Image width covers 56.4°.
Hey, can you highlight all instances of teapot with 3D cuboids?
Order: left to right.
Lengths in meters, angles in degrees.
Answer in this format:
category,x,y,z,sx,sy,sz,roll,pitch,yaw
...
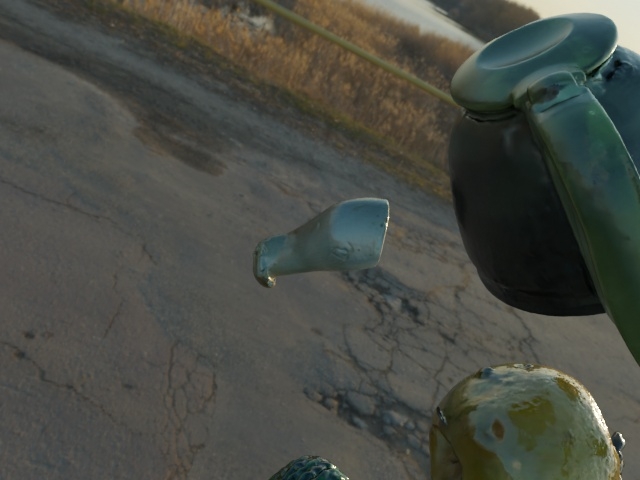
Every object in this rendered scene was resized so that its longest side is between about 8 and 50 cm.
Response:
category,x,y,z,sx,sy,sz,roll,pitch,yaw
teapot,0.207,-0.056,0.541,0.239,0.240,0.321,56,49,-28

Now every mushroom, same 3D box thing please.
category,x,y,z,sx,sy,sz,roll,pitch,yaw
mushroom,0.000,0.000,0.863,0.116,0.225,0.093,-75,149,-44

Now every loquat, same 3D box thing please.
category,x,y,z,sx,sy,sz,roll,pitch,yaw
loquat,0.252,0.264,0.724,0.244,0.243,0.244,24,25,-12

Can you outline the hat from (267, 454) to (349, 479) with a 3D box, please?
category,x,y,z,sx,sy,sz,roll,pitch,yaw
hat,-0.072,0.581,1.109,0.332,0.274,0.242,-33,68,-22
